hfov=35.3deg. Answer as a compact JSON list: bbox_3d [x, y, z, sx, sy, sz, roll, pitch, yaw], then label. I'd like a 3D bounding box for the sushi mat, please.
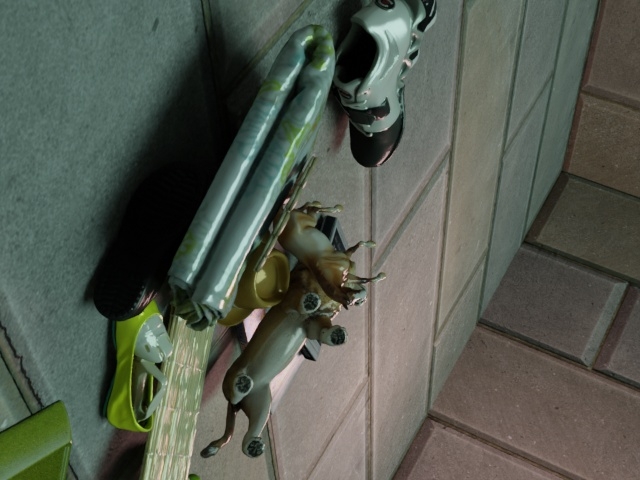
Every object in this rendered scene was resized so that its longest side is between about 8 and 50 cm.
[{"bbox_3d":[-0.211,0.252,1.482,0.151,0.019,0.317,35,63,-71],"label":"sushi mat"}]

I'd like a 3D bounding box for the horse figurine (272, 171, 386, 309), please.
[{"bbox_3d":[0.000,0.000,1.603,0.174,0.263,0.066,-20,154,-50],"label":"horse figurine"}]

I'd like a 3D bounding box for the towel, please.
[{"bbox_3d":[-0.087,-0.064,1.324,0.375,0.090,0.320,-65,-177,-12],"label":"towel"}]

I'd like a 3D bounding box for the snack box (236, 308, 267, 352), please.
[{"bbox_3d":[-0.117,0.137,1.714,0.064,0.022,0.178,-54,156,-29],"label":"snack box"}]

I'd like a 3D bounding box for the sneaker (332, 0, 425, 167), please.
[{"bbox_3d":[0.068,-0.254,1.679,0.146,0.122,0.331,-27,140,-35],"label":"sneaker"}]

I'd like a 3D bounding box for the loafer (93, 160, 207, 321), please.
[{"bbox_3d":[-0.211,0.001,1.262,0.220,0.080,0.078,-60,169,-8],"label":"loafer"}]

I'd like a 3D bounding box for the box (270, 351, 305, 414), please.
[{"bbox_3d":[-0.080,0.222,1.878,0.145,0.038,0.186,-58,157,-28],"label":"box"}]

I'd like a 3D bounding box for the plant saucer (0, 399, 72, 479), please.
[{"bbox_3d":[-0.367,0.312,1.211,0.188,0.045,0.188,-27,136,-61],"label":"plant saucer"}]

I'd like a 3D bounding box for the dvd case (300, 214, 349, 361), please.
[{"bbox_3d":[0.001,0.093,1.900,0.179,0.029,0.239,65,41,-68],"label":"dvd case"}]

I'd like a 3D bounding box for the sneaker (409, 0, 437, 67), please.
[{"bbox_3d":[0.147,-0.396,1.773,0.121,0.079,0.217,84,25,-47],"label":"sneaker"}]

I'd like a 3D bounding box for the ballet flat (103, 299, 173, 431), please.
[{"bbox_3d":[-0.236,0.159,1.342,0.077,0.077,0.231,-32,139,-58],"label":"ballet flat"}]

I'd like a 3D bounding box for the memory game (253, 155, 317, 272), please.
[{"bbox_3d":[-0.049,-0.036,1.415,0.186,0.012,0.186,-63,-177,5],"label":"memory game"}]

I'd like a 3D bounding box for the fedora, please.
[{"bbox_3d":[-0.101,0.055,1.556,0.194,0.079,0.194,-43,142,-47],"label":"fedora"}]

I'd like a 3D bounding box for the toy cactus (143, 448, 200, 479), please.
[{"bbox_3d":[-0.250,0.402,1.572,0.219,0.112,0.181,-33,122,-54],"label":"toy cactus"}]

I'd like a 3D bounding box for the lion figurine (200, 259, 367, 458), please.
[{"bbox_3d":[-0.072,0.178,1.657,0.392,0.142,0.240,-45,-166,-5],"label":"lion figurine"}]
